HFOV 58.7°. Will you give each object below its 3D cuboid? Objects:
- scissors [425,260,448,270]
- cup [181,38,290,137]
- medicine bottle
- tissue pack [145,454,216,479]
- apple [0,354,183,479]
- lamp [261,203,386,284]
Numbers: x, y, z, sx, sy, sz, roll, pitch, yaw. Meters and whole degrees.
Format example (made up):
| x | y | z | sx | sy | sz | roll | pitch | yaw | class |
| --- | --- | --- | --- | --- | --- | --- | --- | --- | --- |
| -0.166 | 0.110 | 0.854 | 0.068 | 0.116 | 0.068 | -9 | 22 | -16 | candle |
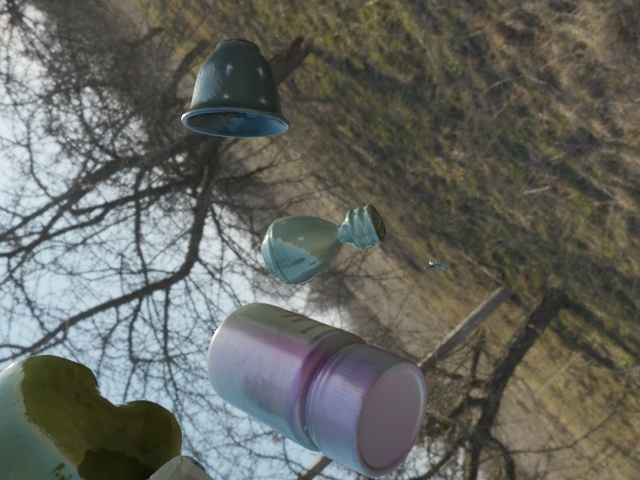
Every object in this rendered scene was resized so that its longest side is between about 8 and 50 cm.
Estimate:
| x | y | z | sx | sy | sz | roll | pitch | yaw | class |
| --- | --- | --- | --- | --- | --- | --- | --- | --- | --- |
| 0.194 | 0.045 | 0.979 | 0.036 | 0.006 | 0.083 | 25 | -168 | 27 | scissors |
| -0.153 | -0.285 | 1.053 | 0.199 | 0.198 | 0.150 | 80 | -168 | -87 | cup |
| -0.017 | 0.255 | 1.040 | 0.388 | 0.219 | 0.219 | 10 | 151 | 45 | medicine bottle |
| -0.239 | 0.464 | 0.876 | 0.137 | 0.209 | 0.270 | 38 | 149 | 25 | tissue pack |
| -0.457 | 0.405 | 1.029 | 0.320 | 0.360 | 0.311 | 45 | -164 | 26 | apple |
| 0.000 | 0.000 | 0.856 | 0.106 | 0.192 | 0.106 | 55 | -155 | -40 | lamp |
